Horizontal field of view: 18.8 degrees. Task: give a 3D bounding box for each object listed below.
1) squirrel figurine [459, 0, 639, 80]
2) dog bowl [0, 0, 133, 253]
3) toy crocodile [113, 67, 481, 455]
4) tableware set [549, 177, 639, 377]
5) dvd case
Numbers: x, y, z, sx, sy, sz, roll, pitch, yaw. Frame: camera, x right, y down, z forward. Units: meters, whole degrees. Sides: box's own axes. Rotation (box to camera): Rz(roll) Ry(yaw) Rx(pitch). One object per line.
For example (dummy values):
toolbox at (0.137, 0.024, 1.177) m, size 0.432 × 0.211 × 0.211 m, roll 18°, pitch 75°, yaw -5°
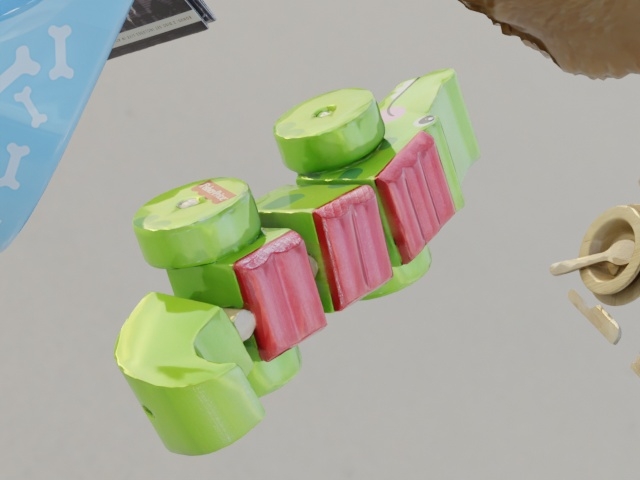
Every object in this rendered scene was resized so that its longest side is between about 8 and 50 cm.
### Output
squirrel figurine at (0.211, -0.252, 0.788) m, size 0.281 × 0.370 × 0.397 m, roll 34°, pitch -32°, yaw -29°
dog bowl at (-0.111, -0.128, 0.791) m, size 0.074 × 0.297 × 0.166 m, roll 23°, pitch 4°, yaw -15°
toy crocodile at (0.000, 0.000, 1.080) m, size 0.105 × 0.115 × 0.340 m, roll 1°, pitch 26°, yaw 38°
tableware set at (0.255, 0.034, 1.509) m, size 0.039 × 0.128 × 0.194 m, roll 20°, pitch 17°, yaw -33°
dvd case at (-0.205, -0.245, 1.603) m, size 0.165 × 0.018 × 0.221 m, roll -10°, pitch -52°, yaw 48°
